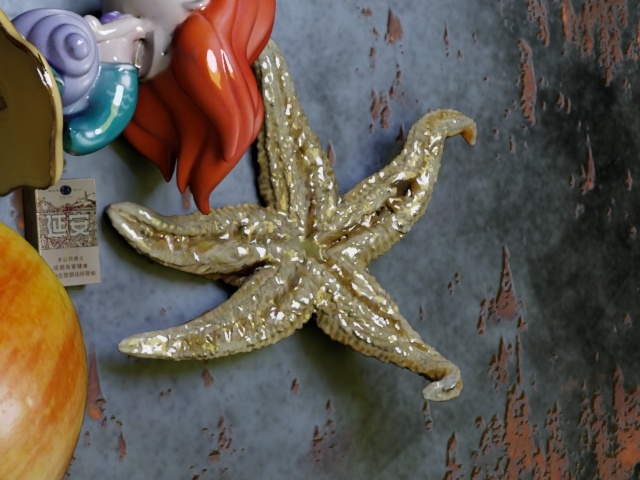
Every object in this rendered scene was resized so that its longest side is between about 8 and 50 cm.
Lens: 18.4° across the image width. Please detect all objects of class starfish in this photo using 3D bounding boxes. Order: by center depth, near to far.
[{"bbox_3d":[-0.002,0.005,1.612,0.327,0.094,0.375,44,64,-1],"label":"starfish"}]

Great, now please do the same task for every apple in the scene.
[{"bbox_3d":[-0.285,0.099,1.306,0.286,0.286,0.233,51,46,-24],"label":"apple"}]

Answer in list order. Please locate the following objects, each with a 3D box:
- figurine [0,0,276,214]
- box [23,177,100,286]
[{"bbox_3d":[-0.138,-0.129,1.481,0.257,0.208,0.181,-25,148,-33],"label":"figurine"},{"bbox_3d":[-0.199,-0.006,1.519,0.053,0.024,0.083,-6,95,-35],"label":"box"}]
